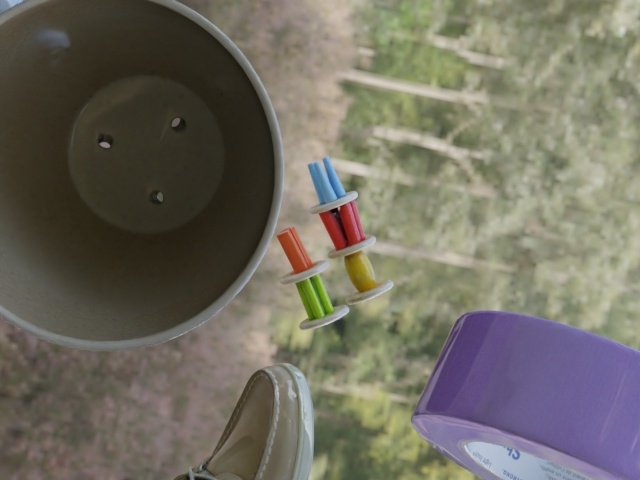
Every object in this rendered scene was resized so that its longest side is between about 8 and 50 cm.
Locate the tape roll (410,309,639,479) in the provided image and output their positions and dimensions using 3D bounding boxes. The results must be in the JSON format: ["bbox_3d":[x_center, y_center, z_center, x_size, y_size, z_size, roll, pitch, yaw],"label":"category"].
[{"bbox_3d":[0.210,0.155,1.119,0.090,0.275,0.275,-63,174,-14],"label":"tape roll"}]

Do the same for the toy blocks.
[{"bbox_3d":[0.000,0.000,1.473,0.123,0.054,0.148,-27,97,-41],"label":"toy blocks"}]

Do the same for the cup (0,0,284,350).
[{"bbox_3d":[-0.189,-0.078,1.438,0.237,0.331,0.331,-64,166,-81],"label":"cup"}]

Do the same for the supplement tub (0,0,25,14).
[{"bbox_3d":[-0.334,-0.249,1.419,0.107,0.071,0.071,63,31,-44],"label":"supplement tub"}]

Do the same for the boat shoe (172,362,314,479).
[{"bbox_3d":[-0.092,0.252,1.346,0.109,0.098,0.302,16,-93,62],"label":"boat shoe"}]
